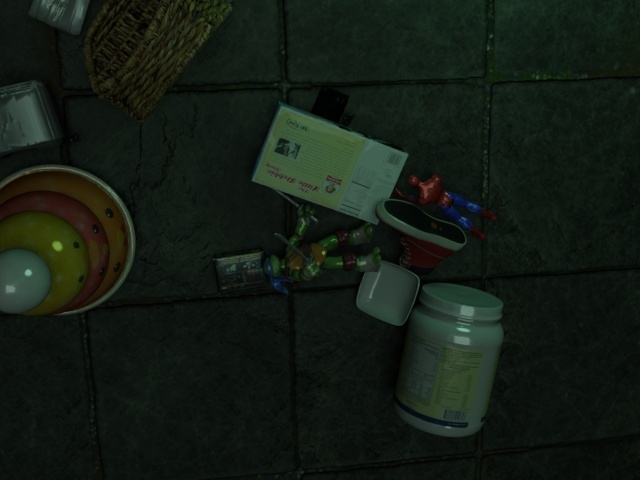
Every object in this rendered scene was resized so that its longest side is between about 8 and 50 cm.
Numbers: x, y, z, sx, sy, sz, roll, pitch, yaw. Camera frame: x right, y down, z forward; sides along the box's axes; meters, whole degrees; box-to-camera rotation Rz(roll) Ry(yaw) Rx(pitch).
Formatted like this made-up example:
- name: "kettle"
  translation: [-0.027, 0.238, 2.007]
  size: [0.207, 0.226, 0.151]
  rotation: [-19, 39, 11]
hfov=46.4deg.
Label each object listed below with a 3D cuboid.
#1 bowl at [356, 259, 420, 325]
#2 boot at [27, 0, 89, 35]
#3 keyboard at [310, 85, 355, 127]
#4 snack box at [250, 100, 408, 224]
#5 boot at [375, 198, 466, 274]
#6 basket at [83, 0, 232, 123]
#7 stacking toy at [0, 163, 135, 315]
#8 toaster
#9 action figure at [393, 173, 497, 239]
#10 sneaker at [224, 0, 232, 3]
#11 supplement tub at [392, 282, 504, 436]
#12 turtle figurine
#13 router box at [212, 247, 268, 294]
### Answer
- name: "bowl"
  translation: [0.171, 0.124, 1.844]
  size: [0.142, 0.053, 0.142]
  rotation: [23, 102, 17]
- name: "boot"
  translation: [-0.528, -0.569, 1.561]
  size: [0.123, 0.095, 0.258]
  rotation: [17, 101, -20]
- name: "keyboard"
  translation: [0.014, -0.258, 1.766]
  size: [0.100, 0.038, 0.192]
  rotation: [25, 100, 10]
- name: "snack box"
  translation: [0.020, -0.175, 1.725]
  size: [0.321, 0.060, 0.187]
  rotation: [19, 107, -15]
- name: "boot"
  translation: [0.202, 0.004, 1.792]
  size: [0.244, 0.088, 0.176]
  rotation: [24, 134, -24]
- name: "basket"
  translation: [-0.364, -0.419, 1.522]
  size: [0.223, 0.213, 0.299]
  rotation: [39, 120, -15]
- name: "stacking toy"
  translation: [-0.568, 0.048, 1.504]
  size: [0.350, 0.480, 0.351]
  rotation: [-2, 104, -9]
- name: "toaster"
  translation: [-0.646, -0.257, 1.603]
  size: [0.227, 0.129, 0.147]
  rotation: [-14, 103, -4]
- name: "action figure"
  translation: [0.290, -0.102, 1.821]
  size: [0.280, 0.139, 0.091]
  rotation: [27, 95, -37]
- name: "sneaker"
  translation: [-0.256, -0.624, 1.576]
  size: [0.091, 0.094, 0.258]
  rotation: [-20, 94, -21]
- name: "supplement tub"
  translation: [0.316, 0.286, 1.832]
  size: [0.235, 0.235, 0.325]
  rotation: [8, 102, -11]
- name: "turtle figurine"
  translation: [0.000, 0.000, 1.735]
  size: [0.266, 0.198, 0.275]
  rotation: [-6, 108, -12]
- name: "router box"
  translation: [-0.193, 0.073, 1.801]
  size: [0.122, 0.038, 0.092]
  rotation: [-8, 105, -8]
